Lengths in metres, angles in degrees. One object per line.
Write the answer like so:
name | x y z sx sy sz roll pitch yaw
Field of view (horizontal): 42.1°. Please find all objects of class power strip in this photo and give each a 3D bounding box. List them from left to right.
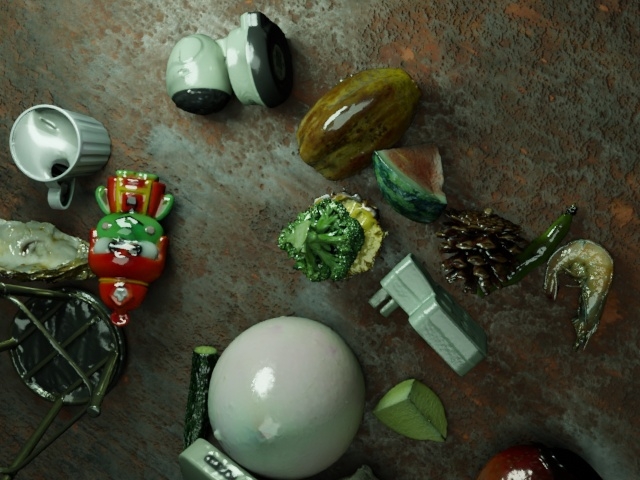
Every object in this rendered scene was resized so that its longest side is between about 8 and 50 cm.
power strip | 0.231 0.170 1.803 0.141 0.229 0.261 -44 87 11

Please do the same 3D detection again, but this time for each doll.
doll | -0.446 0.020 1.929 0.183 0.160 0.362 7 77 -11

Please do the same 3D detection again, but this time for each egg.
egg | -0.085 0.361 1.818 0.355 0.340 0.354 1 96 8

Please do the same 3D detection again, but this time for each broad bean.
broad bean | 0.469 0.034 1.849 0.297 0.043 0.060 -42 76 9

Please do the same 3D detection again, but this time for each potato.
potato | 0.212 0.398 1.919 0.120 0.081 0.149 -29 108 40

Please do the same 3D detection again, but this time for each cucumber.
cucumber | -0.292 0.400 1.993 0.068 0.067 0.293 9 97 9

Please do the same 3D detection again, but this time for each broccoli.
broccoli | 0.000 0.000 1.800 0.195 0.156 0.195 -19 62 41

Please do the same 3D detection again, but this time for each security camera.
security camera | -0.218 -0.380 1.863 0.277 0.197 0.191 -5 85 16

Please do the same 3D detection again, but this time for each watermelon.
watermelon | 0.189 -0.134 1.824 0.207 0.202 0.136 42 123 -11

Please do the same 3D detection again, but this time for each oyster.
oyster | -0.690 0.050 1.976 0.396 0.204 0.110 10 123 10

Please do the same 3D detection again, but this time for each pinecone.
pinecone | 0.338 0.022 1.793 0.208 0.208 0.207 1 95 9

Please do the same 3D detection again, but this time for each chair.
chair | -0.650 0.287 1.860 0.365 0.410 0.362 -41 92 13

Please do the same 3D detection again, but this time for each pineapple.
pineapple | 0.053 -0.011 1.896 0.225 0.076 0.224 1 93 13

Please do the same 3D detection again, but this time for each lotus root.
lotus root | 0.085 -0.269 1.833 0.291 0.193 0.193 -37 88 13

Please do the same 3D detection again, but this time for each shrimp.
shrimp | 0.566 0.121 1.840 0.144 0.052 0.250 10 88 19

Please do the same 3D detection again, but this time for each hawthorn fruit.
hawthorn fruit | 0.461 0.568 1.774 0.316 0.316 0.315 1 95 9

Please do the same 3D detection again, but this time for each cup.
cup | -0.605 -0.200 1.928 0.167 0.202 0.221 33 99 6

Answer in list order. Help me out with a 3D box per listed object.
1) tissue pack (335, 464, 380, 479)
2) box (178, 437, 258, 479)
tissue pack | 0.067 0.723 1.902 0.390 0.195 0.375 47 121 3
box | -0.146 0.641 1.811 0.367 0.090 0.373 28 139 35
